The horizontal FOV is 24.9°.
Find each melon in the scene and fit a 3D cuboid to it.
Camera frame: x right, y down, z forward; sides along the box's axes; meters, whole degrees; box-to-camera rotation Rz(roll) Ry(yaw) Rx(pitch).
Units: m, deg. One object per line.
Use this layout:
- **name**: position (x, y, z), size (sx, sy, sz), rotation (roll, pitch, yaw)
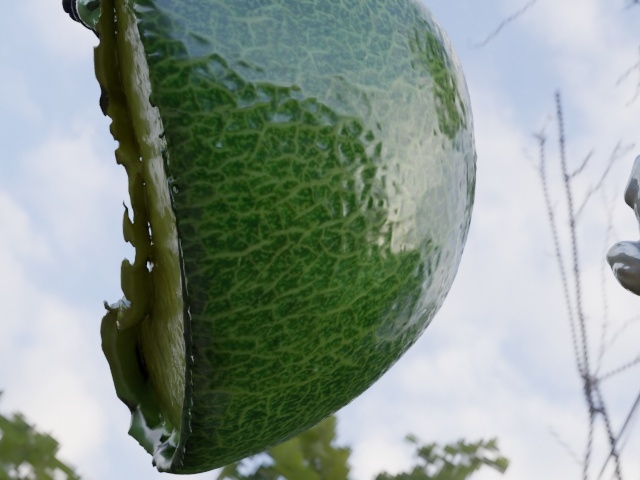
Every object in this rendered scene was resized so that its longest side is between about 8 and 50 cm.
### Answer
- **melon**: position (0.000, 0.000, 0.619), size (0.129, 0.169, 0.265), rotation (-123, -153, -45)

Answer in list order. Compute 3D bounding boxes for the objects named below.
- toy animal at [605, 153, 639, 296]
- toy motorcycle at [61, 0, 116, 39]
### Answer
- **toy animal**: position (0.415, -0.016, 1.233), size (0.325, 0.154, 0.209), rotation (7, -59, -16)
- **toy motorcycle**: position (-0.012, -0.221, 0.860), size (0.196, 0.331, 0.125), rotation (43, -5, 36)
